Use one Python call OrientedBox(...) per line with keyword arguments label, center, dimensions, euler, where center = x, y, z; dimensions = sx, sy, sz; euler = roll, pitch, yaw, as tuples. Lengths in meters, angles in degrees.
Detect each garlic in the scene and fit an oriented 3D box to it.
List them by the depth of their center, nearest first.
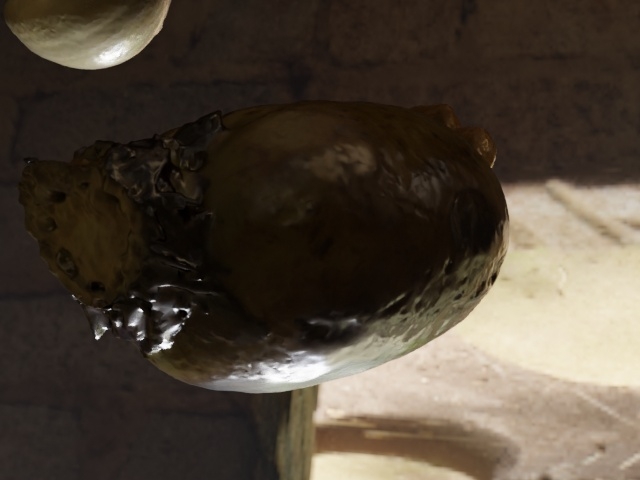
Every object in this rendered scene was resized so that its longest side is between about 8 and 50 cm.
OrientedBox(label="garlic", center=(-0.281, -0.286, 1.328), dimensions=(0.245, 0.164, 0.145), euler=(-17, 142, 28))

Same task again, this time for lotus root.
OrientedBox(label="lotus root", center=(0.000, 0.000, 0.575), dimensions=(0.314, 0.141, 0.169), euler=(-8, -176, -44))

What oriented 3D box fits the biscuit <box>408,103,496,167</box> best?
OrientedBox(label="biscuit", center=(0.052, -0.073, 1.361), dimensions=(0.376, 0.269, 0.051), euler=(-4, 130, 51))
